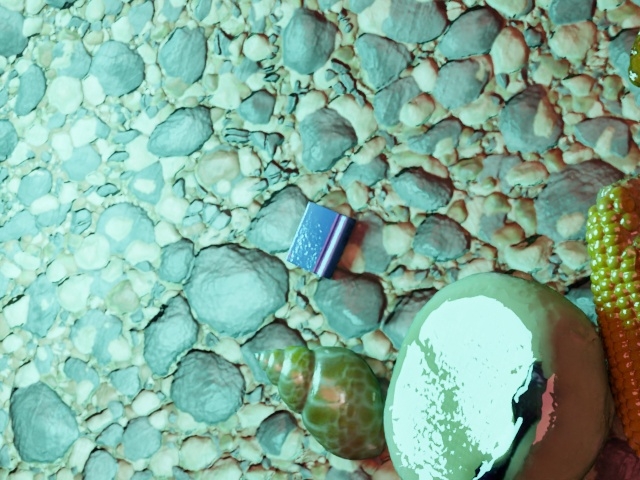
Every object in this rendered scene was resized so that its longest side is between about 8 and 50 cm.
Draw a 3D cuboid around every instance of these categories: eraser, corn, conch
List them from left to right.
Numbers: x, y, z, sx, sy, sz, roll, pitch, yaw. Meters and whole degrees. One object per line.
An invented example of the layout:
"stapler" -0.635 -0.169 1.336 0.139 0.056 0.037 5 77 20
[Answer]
"eraser" 0.000 0.000 1.583 0.063 0.027 0.084 24 92 24
"conch" 0.017 0.192 1.512 0.116 0.106 0.173 -22 88 39
"corn" 0.362 0.102 1.327 0.130 0.130 0.347 -14 93 22

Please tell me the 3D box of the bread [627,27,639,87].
"bread" 0.392 -0.247 1.430 0.052 0.044 0.157 13 88 28

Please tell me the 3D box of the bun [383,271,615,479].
"bun" 0.216 0.183 1.380 0.293 0.187 0.293 -25 57 46

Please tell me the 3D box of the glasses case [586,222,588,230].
"glasses case" 0.328 0.014 1.430 0.021 0.032 0.083 -26 73 16
